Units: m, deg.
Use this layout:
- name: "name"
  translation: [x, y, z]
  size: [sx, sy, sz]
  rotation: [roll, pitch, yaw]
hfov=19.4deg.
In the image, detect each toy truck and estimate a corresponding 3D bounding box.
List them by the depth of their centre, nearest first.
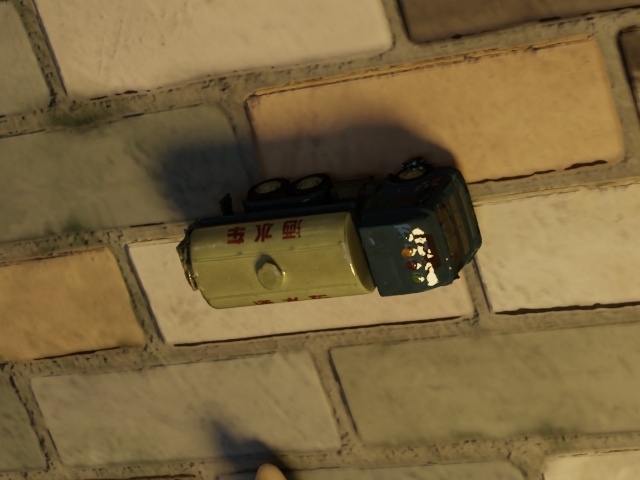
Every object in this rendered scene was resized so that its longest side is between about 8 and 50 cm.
- name: "toy truck"
  translation: [0.000, 0.000, 1.247]
  size: [0.202, 0.088, 0.074]
  rotation: [-6, 113, 26]

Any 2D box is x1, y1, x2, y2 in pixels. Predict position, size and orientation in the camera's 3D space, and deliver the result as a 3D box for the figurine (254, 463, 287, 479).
- name: "figurine"
  translation: [-0.002, 0.291, 1.399]
  size: [0.235, 0.127, 0.155]
  rotation: [46, 135, 1]
